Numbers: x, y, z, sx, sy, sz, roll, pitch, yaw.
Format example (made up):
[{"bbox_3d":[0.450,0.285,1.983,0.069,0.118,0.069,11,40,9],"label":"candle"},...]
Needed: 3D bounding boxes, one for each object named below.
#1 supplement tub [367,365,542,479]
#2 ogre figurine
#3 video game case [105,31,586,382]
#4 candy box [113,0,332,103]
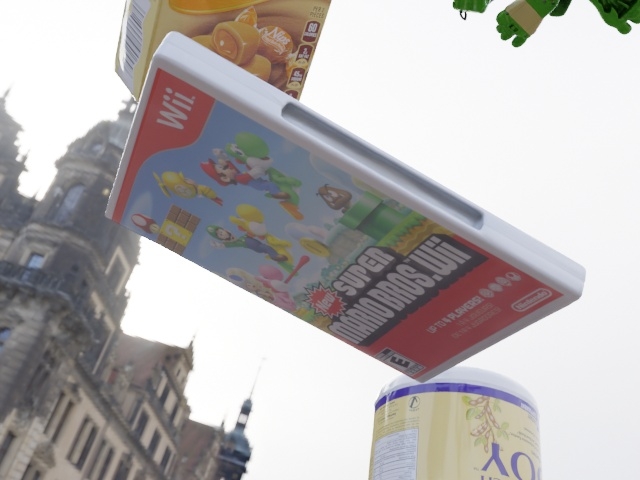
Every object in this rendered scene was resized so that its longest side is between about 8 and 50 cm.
[{"bbox_3d":[0.180,0.364,1.034,0.240,0.331,0.241,5,-36,4],"label":"supplement tub"},{"bbox_3d":[0.229,-0.245,0.708,0.197,0.118,0.097,-11,-48,24],"label":"ogre figurine"},{"bbox_3d":[0.000,0.000,0.519,0.285,0.025,0.204,29,-33,-8],"label":"video game case"},{"bbox_3d":[-0.071,-0.281,0.721,0.182,0.087,0.317,-3,-52,-36],"label":"candy box"}]
